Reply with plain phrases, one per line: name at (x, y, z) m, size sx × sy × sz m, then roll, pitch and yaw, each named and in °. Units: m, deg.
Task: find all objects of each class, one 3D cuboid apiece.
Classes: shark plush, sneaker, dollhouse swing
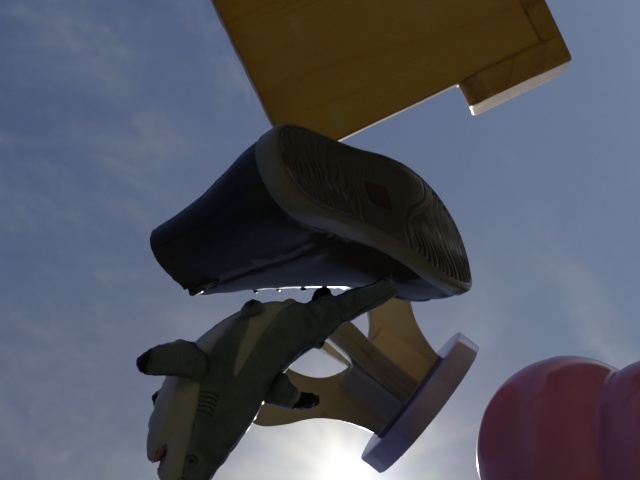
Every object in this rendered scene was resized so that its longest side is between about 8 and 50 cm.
shark plush at (-0.028, 0.073, 0.655) m, size 0.161 × 0.073 × 0.067 m, roll -28°, pitch -113°, yaw -25°
sneaker at (0.000, 0.000, 0.777) m, size 0.222 × 0.118 × 0.083 m, roll 26°, pitch -136°, yaw -45°
dollhouse swing at (0.060, -0.278, 1.311) m, size 0.346 × 0.305 × 0.315 m, roll 64°, pitch -171°, yaw 1°

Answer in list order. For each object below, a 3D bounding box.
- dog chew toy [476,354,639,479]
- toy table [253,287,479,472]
dog chew toy at (0.326, 0.208, 1.193) m, size 0.207 × 0.332 × 0.206 m, roll 20°, pitch -115°, yaw -50°
toy table at (0.054, 0.139, 1.309) m, size 0.161 × 0.274 × 0.252 m, roll 38°, pitch -110°, yaw 4°
